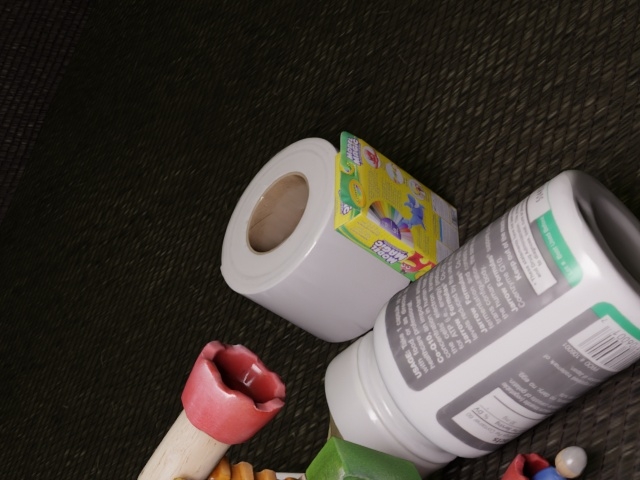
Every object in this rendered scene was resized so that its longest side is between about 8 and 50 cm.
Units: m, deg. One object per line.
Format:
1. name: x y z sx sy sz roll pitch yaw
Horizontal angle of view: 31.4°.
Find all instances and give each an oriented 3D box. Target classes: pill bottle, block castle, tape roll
1. pill bottle: 0.187 0.105 1.226 0.361 0.204 0.204 -38 37 27
2. block castle: 0.085 0.274 0.994 0.213 0.453 0.303 -54 30 20
3. tape roll: 0.000 0.000 1.601 0.246 0.169 0.246 -33 40 33

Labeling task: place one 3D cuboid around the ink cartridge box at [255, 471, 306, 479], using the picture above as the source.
1. ink cartridge box: -0.072 0.463 1.352 0.207 0.119 0.354 -12 53 48

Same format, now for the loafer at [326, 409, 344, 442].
1. loafer: 0.032 0.235 1.468 0.056 0.050 0.148 -7 58 51

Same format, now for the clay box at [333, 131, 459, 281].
1. clay box: 0.090 -0.035 1.458 0.053 0.222 0.127 -33 39 34
